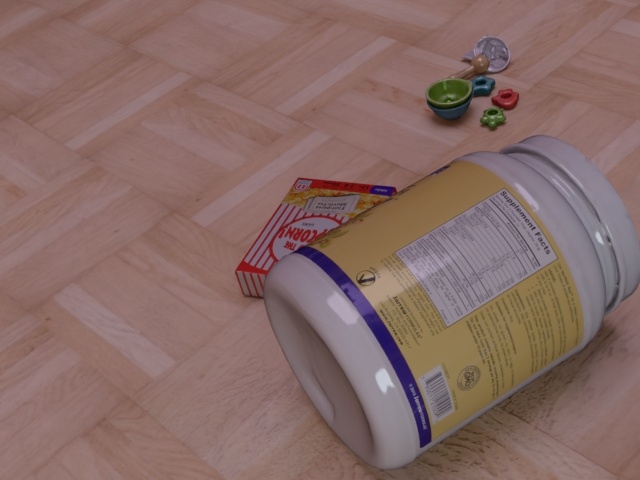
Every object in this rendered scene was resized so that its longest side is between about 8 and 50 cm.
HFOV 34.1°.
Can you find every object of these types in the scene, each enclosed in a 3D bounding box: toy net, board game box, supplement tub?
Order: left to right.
[{"bbox_3d":[0.000,0.000,1.341,0.147,0.045,0.193,7,44,26],"label":"board game box"},{"bbox_3d":[0.135,0.054,1.074,0.331,0.241,0.241,-30,41,-17],"label":"supplement tub"},{"bbox_3d":[0.244,-0.251,1.560,0.122,0.045,0.232,6,43,25],"label":"toy net"}]
